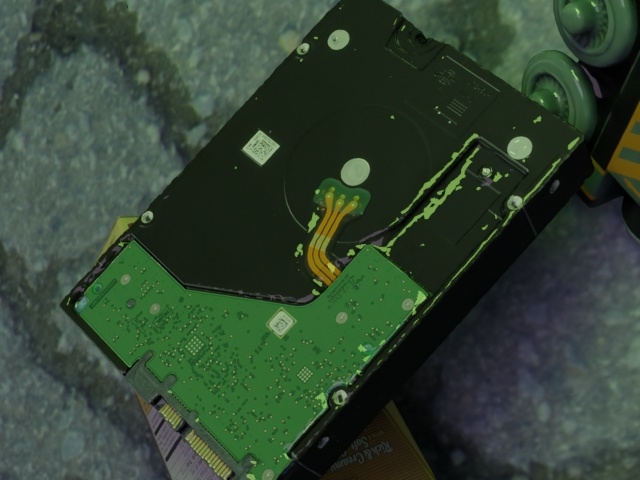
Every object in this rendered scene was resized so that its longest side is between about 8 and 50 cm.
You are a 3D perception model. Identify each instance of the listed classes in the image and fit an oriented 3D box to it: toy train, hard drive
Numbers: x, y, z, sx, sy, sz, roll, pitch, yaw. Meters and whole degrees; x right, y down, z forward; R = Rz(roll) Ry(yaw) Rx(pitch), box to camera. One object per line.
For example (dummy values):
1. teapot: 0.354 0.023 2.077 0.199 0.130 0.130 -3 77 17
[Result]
1. toy train: 0.254 -0.129 0.798 0.190 0.142 0.334 56 152 29
2. hard drive: 0.000 0.000 0.869 0.339 0.064 0.237 -48 59 -5

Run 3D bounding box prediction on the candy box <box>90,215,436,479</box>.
1. candy box: -0.049 0.121 0.981 0.088 0.182 0.316 -57 49 37
